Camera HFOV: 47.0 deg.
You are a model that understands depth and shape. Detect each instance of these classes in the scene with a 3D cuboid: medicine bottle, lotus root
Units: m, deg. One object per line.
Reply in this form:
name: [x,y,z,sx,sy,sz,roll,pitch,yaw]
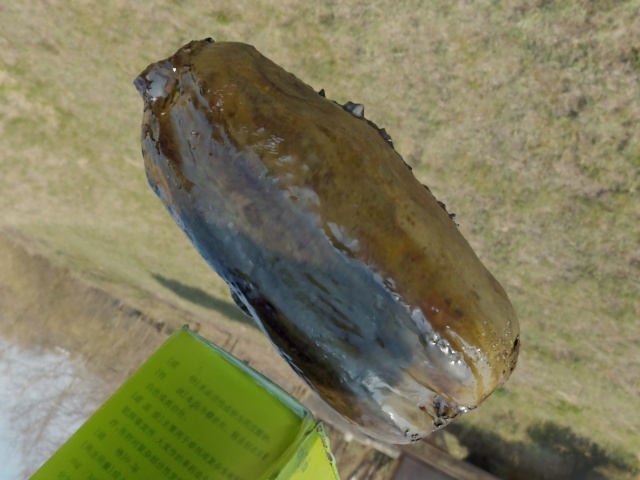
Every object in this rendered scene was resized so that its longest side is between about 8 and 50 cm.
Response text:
medicine bottle: [-0.112,0.201,0.485,0.141,0.250,0.137,27,150,30]
lotus root: [-0.001,-0.001,0.490,0.329,0.167,0.078,46,-173,-3]
